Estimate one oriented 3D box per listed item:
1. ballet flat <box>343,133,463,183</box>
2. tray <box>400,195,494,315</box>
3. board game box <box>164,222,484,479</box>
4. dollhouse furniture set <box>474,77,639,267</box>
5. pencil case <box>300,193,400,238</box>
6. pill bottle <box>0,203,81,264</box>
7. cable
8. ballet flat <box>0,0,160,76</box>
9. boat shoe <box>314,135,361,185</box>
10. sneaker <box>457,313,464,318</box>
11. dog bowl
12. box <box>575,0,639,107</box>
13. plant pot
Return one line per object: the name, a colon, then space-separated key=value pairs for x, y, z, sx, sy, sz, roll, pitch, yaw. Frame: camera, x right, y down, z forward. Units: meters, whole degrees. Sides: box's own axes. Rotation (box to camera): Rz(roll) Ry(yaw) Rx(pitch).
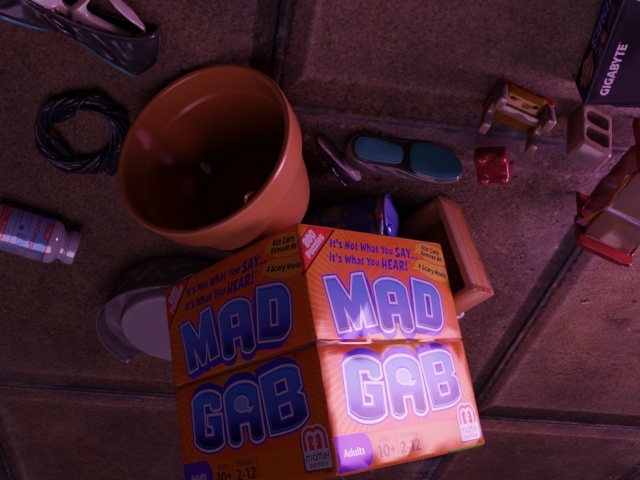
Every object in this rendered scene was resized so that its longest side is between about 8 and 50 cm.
ballet flat: x=0.143 y=-0.141 z=1.258 sx=0.213 sy=0.072 sz=0.068 roll=11 pitch=164 yaw=-12
tray: x=0.133 y=0.111 z=1.419 sx=0.076 sy=0.202 sz=0.411 roll=17 pitch=138 yaw=-42
board game box: x=-0.003 y=0.210 z=1.213 sx=0.357 sy=0.356 sz=0.356 roll=7 pitch=157 yaw=-45
dollhouse furniture set: x=0.431 y=-0.132 z=1.231 sx=0.374 sy=0.152 sz=0.201 roll=25 pitch=135 yaw=-3
pencil case: x=0.000 y=0.000 z=1.354 sx=0.306 sy=0.133 sz=0.119 roll=-13 pitch=116 yaw=12
pill bottle: x=-0.548 y=-0.007 z=1.367 sx=0.160 sy=0.087 sz=0.087 roll=18 pitch=135 yaw=-21
cable: x=-0.405 y=-0.184 z=1.209 sx=0.151 sy=0.047 sz=0.184 roll=17 pitch=138 yaw=-12
ballet flat: x=-0.354 y=-0.332 z=1.011 sx=0.280 sy=0.095 sz=0.096 roll=19 pitch=126 yaw=-35
boat shoe: x=0.024 y=-0.138 z=1.263 sx=0.038 sy=0.046 sz=0.125 roll=-30 pitch=139 yaw=22
sneaker: x=0.208 y=0.172 z=1.462 sx=0.110 sy=0.292 sz=0.118 roll=3 pitch=137 yaw=37
dog bowl: x=-0.302 y=0.168 z=1.559 sx=0.349 sy=0.102 sz=0.348 roll=0 pitch=139 yaw=0
box: x=0.563 y=-0.327 z=1.041 sx=0.293 sy=0.073 sz=0.295 roll=0 pitch=138 yaw=-3
plant pot: x=-0.146 y=-0.103 z=1.145 sx=0.291 sy=0.290 sz=0.203 roll=-15 pitch=153 yaw=15
